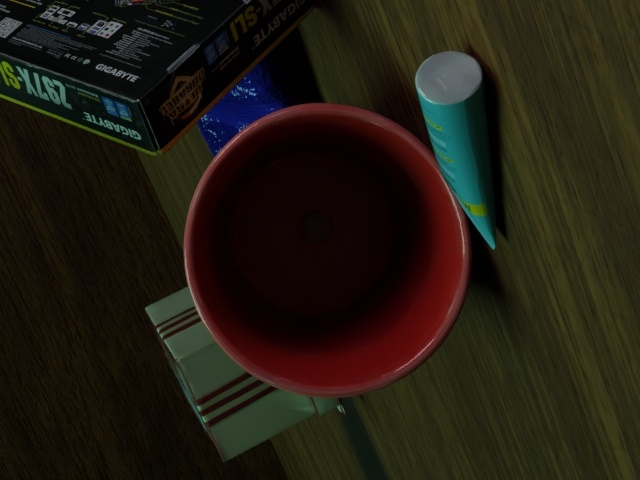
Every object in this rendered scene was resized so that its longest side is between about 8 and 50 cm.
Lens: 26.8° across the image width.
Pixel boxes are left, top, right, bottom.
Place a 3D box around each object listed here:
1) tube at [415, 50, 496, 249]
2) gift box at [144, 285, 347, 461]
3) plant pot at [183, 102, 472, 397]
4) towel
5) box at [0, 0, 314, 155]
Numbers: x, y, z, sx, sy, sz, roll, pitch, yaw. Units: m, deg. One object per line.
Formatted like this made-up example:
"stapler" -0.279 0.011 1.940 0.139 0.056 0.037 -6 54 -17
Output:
"tube" 0.118 -0.074 1.122 0.207 0.052 0.080 69 176 -57
"gift box" -0.107 0.197 2.238 0.276 0.258 0.255 46 160 55
"plant pot" 0.000 0.000 1.347 0.243 0.275 0.275 -126 11 -84
"towel" -0.095 -0.154 1.638 0.227 0.076 0.308 24 151 51
"box" -0.209 -0.233 1.408 0.322 0.257 0.079 21 144 33
